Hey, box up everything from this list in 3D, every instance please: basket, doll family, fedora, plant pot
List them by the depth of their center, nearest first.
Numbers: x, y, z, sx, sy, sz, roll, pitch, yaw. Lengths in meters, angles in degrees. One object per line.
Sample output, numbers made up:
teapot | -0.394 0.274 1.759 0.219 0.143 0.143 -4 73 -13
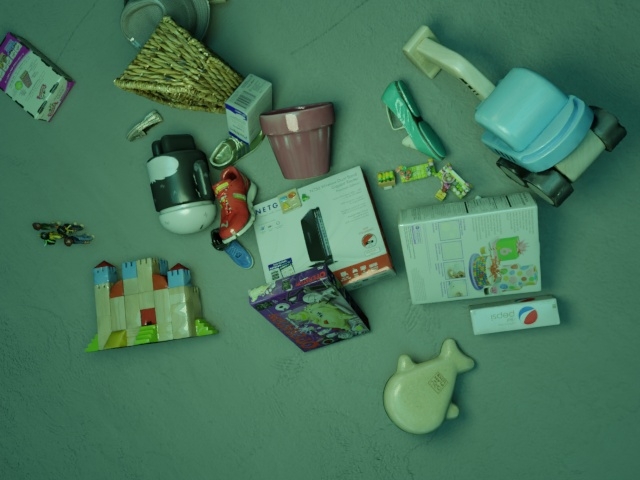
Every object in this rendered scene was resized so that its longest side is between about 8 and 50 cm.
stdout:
basket | -0.346 -0.409 1.466 0.213 0.299 0.223 41 98 5
plant pot | -0.051 -0.264 1.478 0.201 0.201 0.181 -5 109 12
fedora | -0.447 -0.608 1.502 0.275 0.124 0.244 -21 119 38
doll family | -0.787 -0.020 1.677 0.192 0.111 0.076 0 94 11

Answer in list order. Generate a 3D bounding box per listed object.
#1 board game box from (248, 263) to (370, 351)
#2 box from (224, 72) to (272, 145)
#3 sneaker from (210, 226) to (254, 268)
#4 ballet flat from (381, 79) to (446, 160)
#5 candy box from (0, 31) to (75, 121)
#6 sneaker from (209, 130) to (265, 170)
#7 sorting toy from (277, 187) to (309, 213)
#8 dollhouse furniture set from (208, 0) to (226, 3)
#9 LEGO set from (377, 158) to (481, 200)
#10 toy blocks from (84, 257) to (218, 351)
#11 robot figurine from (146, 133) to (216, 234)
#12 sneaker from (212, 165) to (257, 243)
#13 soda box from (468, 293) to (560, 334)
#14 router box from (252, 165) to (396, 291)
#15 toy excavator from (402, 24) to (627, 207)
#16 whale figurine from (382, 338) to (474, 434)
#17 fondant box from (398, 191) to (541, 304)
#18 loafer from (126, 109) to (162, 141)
board game box | -0.017 0.187 1.431 0.208 0.347 0.056 -16 55 15
box | -0.191 -0.353 1.488 0.072 0.137 0.126 28 65 10
sneaker | -0.258 0.025 1.583 0.058 0.084 0.152 -40 86 11
ballet flat | 0.241 -0.304 1.471 0.087 0.083 0.248 -33 86 36
candy box | -0.892 -0.499 1.689 0.233 0.071 0.159 40 100 7
sneaker | -0.237 -0.267 1.559 0.192 0.086 0.064 -40 85 11
sorting toy | -0.073 -0.113 1.485 0.083 0.012 0.062 -23 68 12
dollhouse furniture set | -0.324 -0.780 1.545 0.128 0.129 0.184 2 64 11
LEGO set | 0.289 -0.154 1.446 0.286 0.107 0.132 24 98 9
toy blocks | -0.506 0.170 1.615 0.380 0.190 0.261 -10 80 13
robot figurine | -0.389 -0.155 1.558 0.173 0.209 0.279 -12 90 -4
sneaker | -0.246 -0.101 1.480 0.107 0.279 0.118 -30 125 17
soda box | 0.503 0.194 1.440 0.215 0.074 0.069 -10 91 12
router box | 0.000 0.000 1.481 0.335 0.082 0.302 -20 69 12
toy excavator | 0.430 -0.342 1.328 0.445 0.433 0.222 38 102 -21
whale figurine | 0.287 0.391 1.487 0.216 0.141 0.272 44 76 6
fondant box | 0.379 0.024 1.405 0.329 0.096 0.239 -7 115 13
loafer | -0.523 -0.333 1.639 0.125 0.045 0.039 -40 92 9
